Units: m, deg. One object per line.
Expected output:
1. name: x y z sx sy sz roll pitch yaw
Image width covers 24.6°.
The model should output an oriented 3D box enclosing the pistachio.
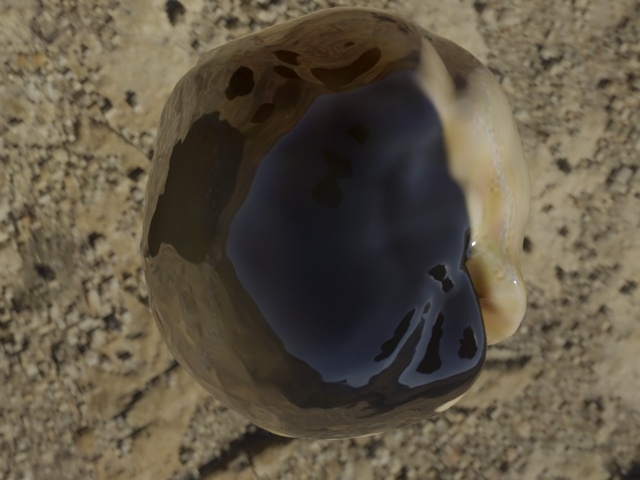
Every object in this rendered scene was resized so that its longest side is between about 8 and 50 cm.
1. pistachio: 0.000 0.000 0.510 0.144 0.215 0.144 5 69 -12
